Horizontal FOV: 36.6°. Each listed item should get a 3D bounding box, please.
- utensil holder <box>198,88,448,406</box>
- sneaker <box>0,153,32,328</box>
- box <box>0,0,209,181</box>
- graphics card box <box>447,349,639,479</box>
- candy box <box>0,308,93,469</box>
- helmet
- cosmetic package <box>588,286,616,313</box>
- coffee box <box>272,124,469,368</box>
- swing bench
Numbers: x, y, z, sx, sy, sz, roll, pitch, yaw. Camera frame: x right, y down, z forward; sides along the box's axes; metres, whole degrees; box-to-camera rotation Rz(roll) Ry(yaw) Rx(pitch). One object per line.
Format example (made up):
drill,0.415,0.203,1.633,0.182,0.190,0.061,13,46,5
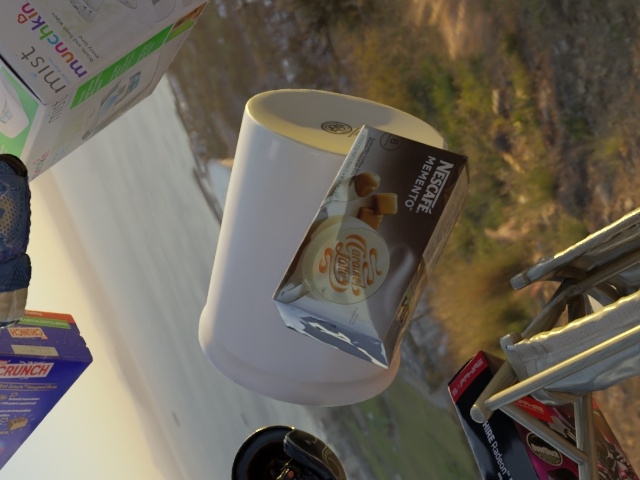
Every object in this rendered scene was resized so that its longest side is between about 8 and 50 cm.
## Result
utensil holder,0.000,0.000,1.471,0.327,0.327,0.386,46,132,52
sneaker,-0.345,-0.037,0.615,0.130,0.329,0.147,156,125,-73
box,-0.276,-0.199,1.058,0.127,0.231,0.262,49,150,-4
graphics card box,0.328,0.326,1.297,0.094,0.232,0.371,-53,27,25
candy box,-0.579,0.253,1.598,0.268,0.317,0.122,17,-148,-54
helmet,-0.044,0.350,1.390,0.161,0.169,0.170,-178,64,-80
cosmetic package,0.524,0.071,1.455,0.184,0.151,0.152,-46,40,39
coffee box,0.065,0.005,1.132,0.141,0.247,0.098,21,159,19
swing bench,0.301,0.065,0.886,0.165,0.255,0.253,36,139,-13
